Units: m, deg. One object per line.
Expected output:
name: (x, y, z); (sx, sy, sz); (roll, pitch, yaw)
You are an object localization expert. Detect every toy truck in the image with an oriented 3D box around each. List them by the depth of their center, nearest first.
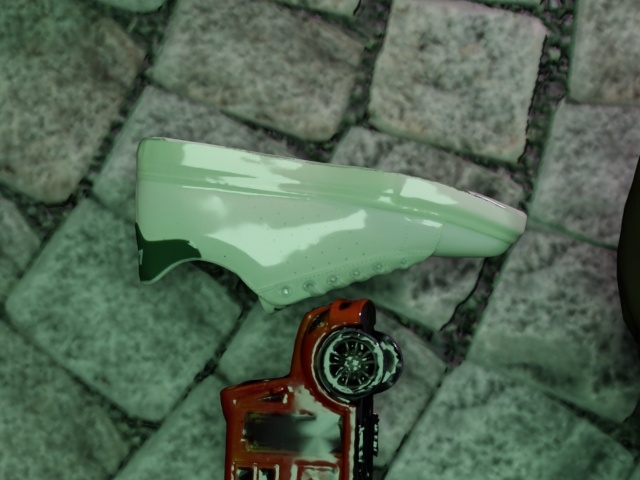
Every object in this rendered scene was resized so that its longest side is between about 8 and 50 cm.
toy truck: (-0.009, 0.164, 1.135); (0.114, 0.107, 0.253); (1, 87, 9)

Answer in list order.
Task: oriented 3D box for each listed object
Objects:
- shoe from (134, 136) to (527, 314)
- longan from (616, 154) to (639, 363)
shoe: (0.000, 0.000, 1.162); (0.265, 0.095, 0.110); (11, 91, 5)
longan: (0.399, 0.018, 1.017); (0.436, 0.404, 0.404); (-10, 86, 6)
